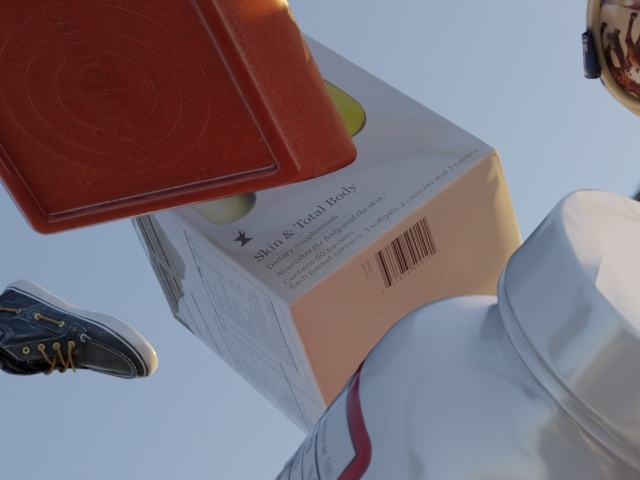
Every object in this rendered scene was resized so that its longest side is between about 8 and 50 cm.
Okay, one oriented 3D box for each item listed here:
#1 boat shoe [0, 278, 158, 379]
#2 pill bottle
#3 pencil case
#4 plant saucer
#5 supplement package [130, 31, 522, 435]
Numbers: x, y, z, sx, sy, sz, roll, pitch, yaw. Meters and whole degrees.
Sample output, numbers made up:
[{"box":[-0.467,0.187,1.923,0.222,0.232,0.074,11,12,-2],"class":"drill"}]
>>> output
[{"box":[-0.252,0.107,1.687,0.083,0.183,0.065,-49,-29,-39],"class":"boat shoe"},{"box":[0.076,0.180,0.903,0.229,0.229,0.408,7,-52,-45],"class":"pill bottle"},{"box":[0.321,-0.217,1.590,0.410,0.160,0.184,-59,-12,-71],"class":"pencil case"},{"box":[-0.140,-0.108,1.141,0.259,0.048,0.258,-11,-50,21],"class":"plant saucer"},{"box":[0.000,0.000,1.357,0.199,0.262,0.198,-36,-46,-17],"class":"supplement package"}]
